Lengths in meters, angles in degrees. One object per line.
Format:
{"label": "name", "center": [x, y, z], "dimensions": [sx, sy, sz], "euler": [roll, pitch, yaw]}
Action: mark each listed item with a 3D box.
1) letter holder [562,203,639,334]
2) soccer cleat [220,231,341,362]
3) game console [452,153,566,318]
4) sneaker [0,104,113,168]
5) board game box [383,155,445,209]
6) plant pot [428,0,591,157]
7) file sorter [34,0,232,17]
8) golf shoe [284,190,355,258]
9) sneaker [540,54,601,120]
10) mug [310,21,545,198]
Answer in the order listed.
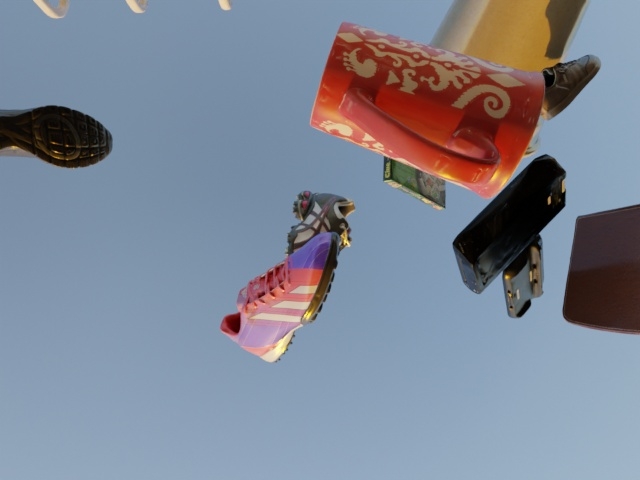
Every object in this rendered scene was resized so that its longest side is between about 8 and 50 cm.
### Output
{"label": "letter holder", "center": [0.560, 0.060, 0.854], "dimensions": [0.152, 0.302, 0.214], "euler": [17, -101, -13]}
{"label": "soccer cleat", "center": [-0.068, 0.088, 0.844], "dimensions": [0.117, 0.318, 0.108], "euler": [24, -133, -9]}
{"label": "game console", "center": [0.331, 0.034, 0.912], "dimensions": [0.213, 0.044, 0.361], "euler": [-43, -39, -9]}
{"label": "sneaker", "center": [-0.516, -0.190, 0.935], "dimensions": [0.287, 0.130, 0.108], "euler": [2, -77, -29]}
{"label": "board game box", "center": [0.241, -0.174, 1.349], "dimensions": [0.260, 0.030, 0.136], "euler": [19, -109, -46]}
{"label": "plant pot", "center": [0.358, -0.382, 1.070], "dimensions": [0.334, 0.333, 0.305], "euler": [1, -49, -24]}
{"label": "file sorter", "center": [-0.207, -0.258, 0.346], "dimensions": [0.278, 0.193, 0.172], "euler": [-3, -97, 0]}
{"label": "golf shoe", "center": [0.000, 0.000, 1.042], "dimensions": [0.120, 0.272, 0.105], "euler": [-1, -42, 10]}
{"label": "sneaker", "center": [0.434, -0.293, 0.954], "dimensions": [0.071, 0.066, 0.188], "euler": [46, -118, -5]}
{"label": "mug", "center": [0.084, -0.114, 0.444], "dimensions": [0.169, 0.150, 0.113], "euler": [19, -82, 0]}
